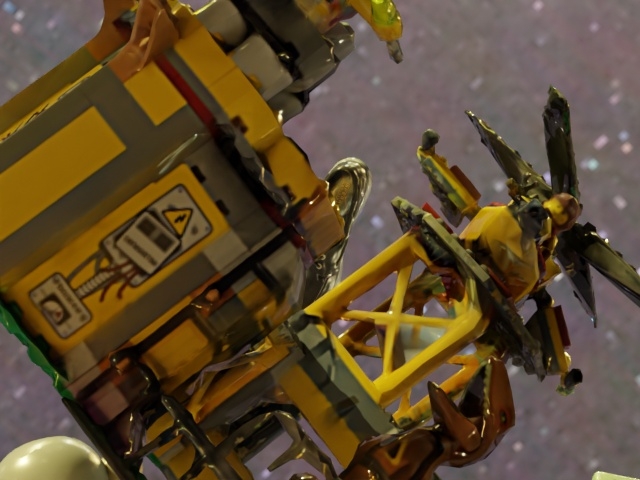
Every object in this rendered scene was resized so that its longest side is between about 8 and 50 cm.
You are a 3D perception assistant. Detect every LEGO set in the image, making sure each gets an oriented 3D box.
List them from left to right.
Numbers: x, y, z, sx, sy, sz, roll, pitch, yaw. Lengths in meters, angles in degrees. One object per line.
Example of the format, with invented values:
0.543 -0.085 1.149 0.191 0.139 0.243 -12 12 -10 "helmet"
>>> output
0.086 0.056 0.411 0.331 0.192 0.255 49 174 32 "LEGO set"

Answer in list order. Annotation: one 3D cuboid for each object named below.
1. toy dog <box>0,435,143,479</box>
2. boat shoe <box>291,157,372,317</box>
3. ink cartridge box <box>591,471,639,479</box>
-0.054 0.257 1.133 0.161 0.220 0.334 -24 -82 -23 "toy dog"
0.000 0.000 1.537 0.049 0.142 0.040 23 -169 12 "boat shoe"
0.139 0.257 0.927 0.056 0.235 0.171 10 -155 -2 "ink cartridge box"
